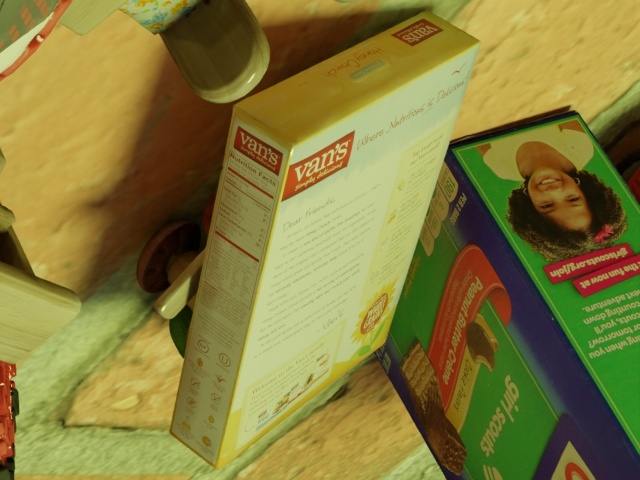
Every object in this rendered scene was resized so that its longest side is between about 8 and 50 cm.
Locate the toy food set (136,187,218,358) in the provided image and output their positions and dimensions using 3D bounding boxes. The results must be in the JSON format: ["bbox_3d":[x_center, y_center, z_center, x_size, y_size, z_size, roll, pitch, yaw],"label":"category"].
[{"bbox_3d":[-0.057,0.017,0.945,0.128,0.071,0.218,-51,157,-11],"label":"toy food set"}]

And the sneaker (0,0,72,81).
[{"bbox_3d":[-0.159,-0.054,0.453,0.276,0.097,0.135,-43,-170,10],"label":"sneaker"}]

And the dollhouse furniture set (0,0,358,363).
[{"bbox_3d":[-0.095,-0.092,0.605,0.242,0.161,0.212,-37,152,13],"label":"dollhouse furniture set"}]

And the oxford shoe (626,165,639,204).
[{"bbox_3d":[0.312,-0.076,1.058,0.098,0.097,0.271,26,112,-28],"label":"oxford shoe"}]

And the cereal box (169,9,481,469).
[{"bbox_3d":[0.000,0.000,0.877,0.173,0.047,0.240,-32,147,-43],"label":"cereal box"}]

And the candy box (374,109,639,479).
[{"bbox_3d":[0.174,0.118,1.055,0.122,0.317,0.268,-19,151,-21],"label":"candy box"}]

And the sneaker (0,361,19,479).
[{"bbox_3d":[-0.211,0.056,0.731,0.125,0.104,0.262,-5,-169,-9],"label":"sneaker"}]

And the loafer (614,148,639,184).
[{"bbox_3d":[0.342,0.007,1.238,0.366,0.130,0.133,18,101,-36],"label":"loafer"}]
